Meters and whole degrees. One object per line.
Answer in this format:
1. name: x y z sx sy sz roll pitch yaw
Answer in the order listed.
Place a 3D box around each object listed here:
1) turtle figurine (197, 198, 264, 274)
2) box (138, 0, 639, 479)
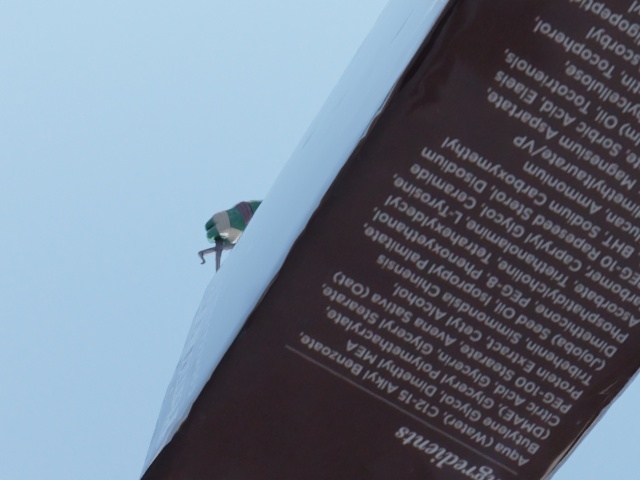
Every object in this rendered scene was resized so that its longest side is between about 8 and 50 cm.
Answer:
1. turtle figurine: 0.000 0.000 0.940 0.175 0.118 0.234 42 -150 -9
2. box: 0.085 -0.055 0.424 0.143 0.381 0.191 29 -161 -9
